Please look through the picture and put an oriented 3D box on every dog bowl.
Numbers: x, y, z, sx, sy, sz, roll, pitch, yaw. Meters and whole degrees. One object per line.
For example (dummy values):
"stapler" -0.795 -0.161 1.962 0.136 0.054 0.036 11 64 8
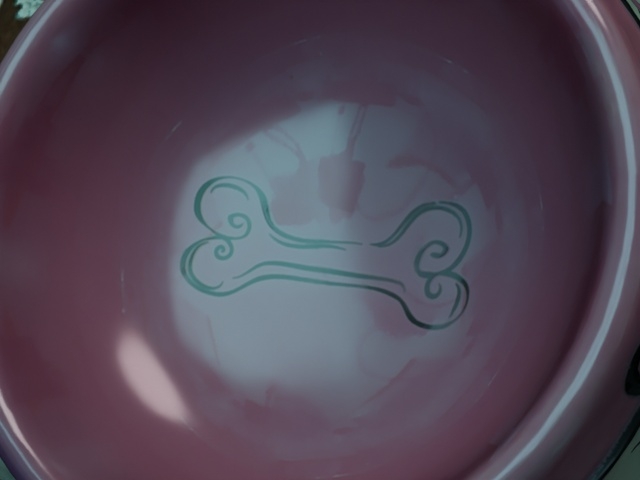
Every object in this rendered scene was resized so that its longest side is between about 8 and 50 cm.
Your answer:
"dog bowl" 0.000 0.000 0.665 0.408 0.150 0.408 -5 76 20
